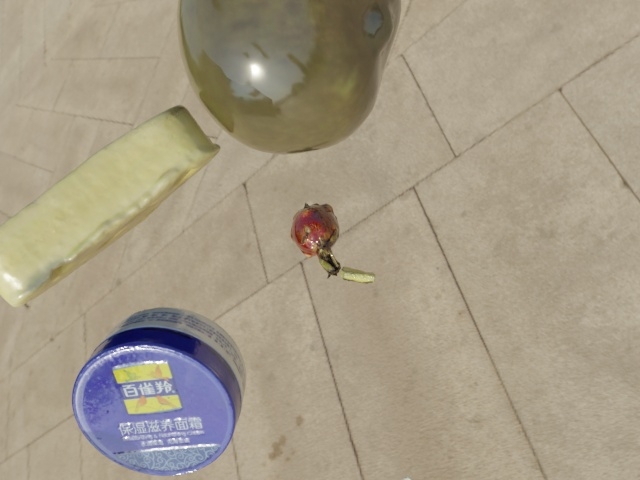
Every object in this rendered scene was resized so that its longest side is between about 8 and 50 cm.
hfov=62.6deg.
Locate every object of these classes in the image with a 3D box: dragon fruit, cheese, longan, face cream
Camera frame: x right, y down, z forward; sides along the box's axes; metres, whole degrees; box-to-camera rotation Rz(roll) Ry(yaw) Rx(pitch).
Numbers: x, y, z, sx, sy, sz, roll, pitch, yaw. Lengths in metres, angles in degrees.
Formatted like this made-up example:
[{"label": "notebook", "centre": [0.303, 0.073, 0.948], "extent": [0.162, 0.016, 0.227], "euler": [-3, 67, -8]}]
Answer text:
[{"label": "dragon fruit", "centre": [0.000, 0.000, 1.275], "extent": [0.125, 0.125, 0.246], "euler": [-43, 43, 24]}, {"label": "cheese", "centre": [-0.319, -0.079, 0.844], "extent": [0.384, 0.104, 0.384], "euler": [-36, 12, 9]}, {"label": "longan", "centre": [-0.043, -0.311, 0.802], "extent": [0.361, 0.361, 0.361], "euler": [-14, 66, 36]}, {"label": "cheese", "centre": [0.086, 0.081, 1.223], "extent": [0.044, 0.083, 0.030], "euler": [-102, 22, -63]}, {"label": "face cream", "centre": [-0.203, 0.193, 0.691], "extent": [0.206, 0.206, 0.111], "euler": [-47, 15, 17]}]

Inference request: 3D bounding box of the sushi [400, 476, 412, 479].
[{"label": "sushi", "centre": [0.107, 0.286, 0.321], "extent": [0.193, 0.040, 0.210], "euler": [19, 109, 27]}]
